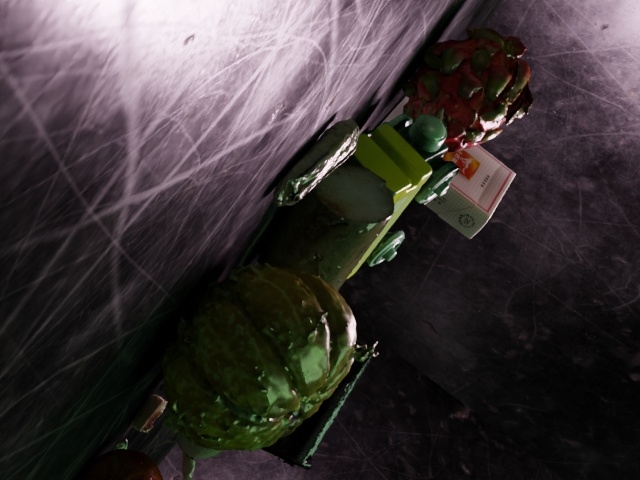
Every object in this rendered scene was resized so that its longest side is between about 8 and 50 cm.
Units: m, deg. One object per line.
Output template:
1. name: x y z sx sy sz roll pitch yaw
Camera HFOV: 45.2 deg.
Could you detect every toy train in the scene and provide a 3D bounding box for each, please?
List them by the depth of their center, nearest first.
1. toy train: 0.082 -0.062 1.501 0.272 0.179 0.442 -31 163 -38

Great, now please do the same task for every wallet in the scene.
1. wallet: -0.044 0.257 1.299 0.262 0.071 0.221 -6 -129 60

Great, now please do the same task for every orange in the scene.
1. orange: -0.092 0.167 1.109 0.301 0.223 0.300 -52 151 21

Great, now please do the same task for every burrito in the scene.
1. burrito: -0.007 -0.104 1.054 0.188 0.045 0.058 -48 149 -37

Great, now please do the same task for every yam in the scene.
1. yam: 0.000 0.000 1.292 0.268 0.161 0.161 -54 177 38

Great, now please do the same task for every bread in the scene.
1. bread: -0.298 0.301 1.343 0.070 0.035 0.083 -53 174 -20

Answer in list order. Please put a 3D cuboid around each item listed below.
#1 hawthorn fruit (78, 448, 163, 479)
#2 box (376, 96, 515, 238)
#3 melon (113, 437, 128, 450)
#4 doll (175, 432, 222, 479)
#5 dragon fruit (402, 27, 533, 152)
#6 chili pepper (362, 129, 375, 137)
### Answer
1. hawthorn fruit: -0.337 0.446 1.295 0.165 0.165 0.285 -52 176 -25
2. box: 0.281 -0.180 1.817 0.210 0.330 0.095 -51 176 -44
3. melon: -0.397 0.459 1.448 0.114 0.053 0.261 -88 -157 -52
4. doll: -0.169 0.267 1.299 0.275 0.113 0.155 -50 -160 -6
5. dragon fruit: 0.313 -0.321 1.618 0.303 0.231 0.237 -32 -177 -17
6. chili pepper: 0.102 -0.192 1.630 0.073 0.050 0.182 -27 170 0
